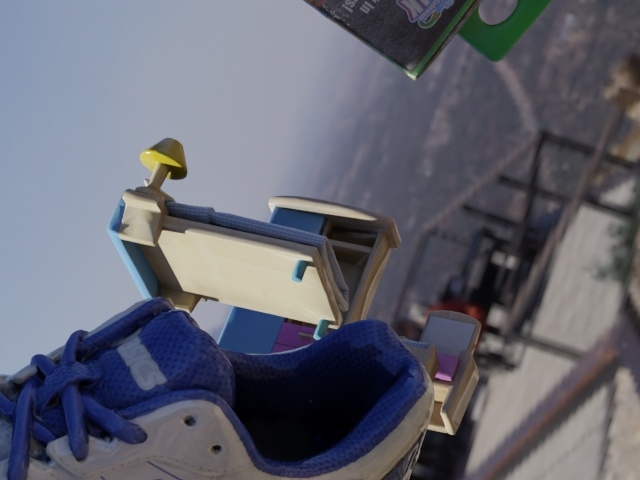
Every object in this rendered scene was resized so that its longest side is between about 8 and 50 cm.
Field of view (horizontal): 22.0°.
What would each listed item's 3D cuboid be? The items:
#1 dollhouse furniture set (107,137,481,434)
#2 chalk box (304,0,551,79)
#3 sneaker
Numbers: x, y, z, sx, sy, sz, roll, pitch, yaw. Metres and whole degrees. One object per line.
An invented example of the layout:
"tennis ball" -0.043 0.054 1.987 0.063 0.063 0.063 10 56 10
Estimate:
"dollhouse furniture set" 0.000 0.000 1.515 0.303 0.286 0.198 68 -142 -56
"chalk box" 0.052 -0.204 1.073 0.132 0.213 0.132 -51 15 18
"sneaker" -0.094 0.072 0.569 0.112 0.296 0.131 52 129 40
